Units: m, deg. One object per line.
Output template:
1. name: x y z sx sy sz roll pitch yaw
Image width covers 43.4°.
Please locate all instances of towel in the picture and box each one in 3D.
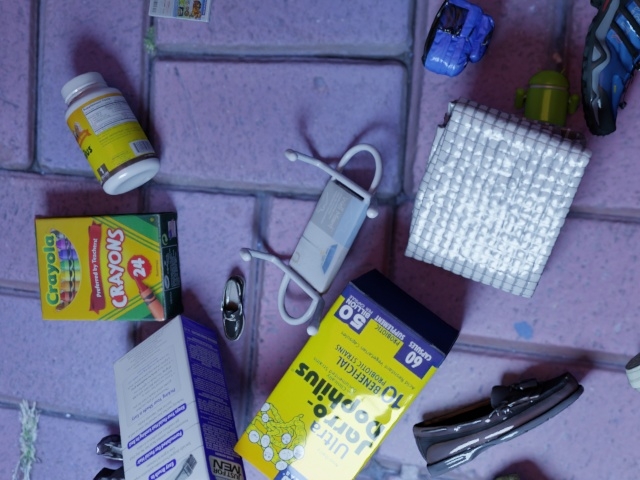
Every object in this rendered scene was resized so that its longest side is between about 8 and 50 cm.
1. towel: 0.281 -0.074 1.291 0.235 0.121 0.284 22 118 15

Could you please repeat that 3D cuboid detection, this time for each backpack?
1. backpack: 0.223 -0.327 1.319 0.101 0.098 0.120 26 100 9

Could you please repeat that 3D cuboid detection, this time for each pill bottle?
1. pill bottle: -0.397 -0.202 1.502 0.117 0.117 0.215 -31 85 16

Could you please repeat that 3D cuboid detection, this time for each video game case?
1. video game case: -0.259 -0.456 1.495 0.122 0.011 0.087 10 97 16

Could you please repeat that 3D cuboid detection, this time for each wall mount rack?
1. wall mount rack: 0.000 0.000 1.337 0.304 0.130 0.350 39 107 49

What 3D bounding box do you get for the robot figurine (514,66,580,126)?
1. robot figurine: 0.366 -0.222 1.301 0.101 0.067 0.115 7 96 11

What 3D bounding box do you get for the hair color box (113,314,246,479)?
1. hair color box: -0.253 0.324 1.416 0.185 0.110 0.339 -36 46 20

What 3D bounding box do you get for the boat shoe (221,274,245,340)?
1. boat shoe: -0.165 0.128 1.502 0.046 0.038 0.125 11 97 15

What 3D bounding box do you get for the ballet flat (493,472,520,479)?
1. ballet flat: 0.408 0.531 1.334 0.348 0.123 0.123 46 105 8

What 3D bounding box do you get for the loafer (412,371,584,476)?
1. loafer: 0.289 0.292 1.351 0.302 0.109 0.095 -35 80 19

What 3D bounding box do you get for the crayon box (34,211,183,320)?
1. crayon box: -0.431 0.051 1.552 0.318 0.081 0.202 -2 94 17

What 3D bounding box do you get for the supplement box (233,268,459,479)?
1. supplement box: 0.048 0.253 1.368 0.194 0.195 0.357 36 104 11

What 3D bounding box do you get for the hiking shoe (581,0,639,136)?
1. hiking shoe: 0.477 -0.310 1.237 0.132 0.113 0.304 7 97 16

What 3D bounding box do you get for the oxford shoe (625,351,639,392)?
1. oxford shoe: 0.681 0.137 1.191 0.449 0.169 0.130 -35 81 23

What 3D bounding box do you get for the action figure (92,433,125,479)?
1. action figure: -0.290 0.445 1.537 0.284 0.099 0.185 2 86 12
